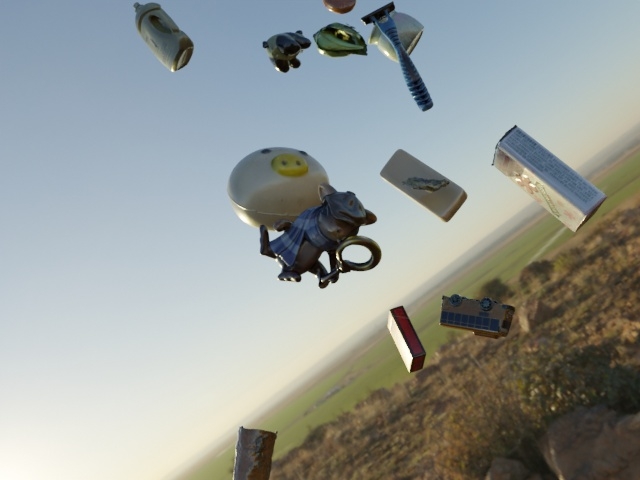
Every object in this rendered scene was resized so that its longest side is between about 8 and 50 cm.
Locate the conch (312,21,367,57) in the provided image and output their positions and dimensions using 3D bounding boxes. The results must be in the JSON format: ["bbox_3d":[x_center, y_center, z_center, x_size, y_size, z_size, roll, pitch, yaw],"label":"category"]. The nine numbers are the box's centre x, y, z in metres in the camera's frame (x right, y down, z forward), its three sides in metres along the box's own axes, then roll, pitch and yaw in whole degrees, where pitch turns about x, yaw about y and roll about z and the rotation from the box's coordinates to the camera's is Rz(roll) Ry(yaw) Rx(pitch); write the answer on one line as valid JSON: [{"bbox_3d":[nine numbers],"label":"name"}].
[{"bbox_3d":[0.044,-0.563,1.570,0.201,0.094,0.079,11,41,39],"label":"conch"}]

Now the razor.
[{"bbox_3d":[0.179,-0.399,1.223,0.082,0.253,0.042,-26,0,2],"label":"razor"}]

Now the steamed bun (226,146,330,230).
[{"bbox_3d":[-0.152,-0.187,2.039,0.374,0.333,0.334,0,-26,-22],"label":"steamed bun"}]

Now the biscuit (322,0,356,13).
[{"bbox_3d":[0.067,-0.876,1.869,0.206,0.323,0.049,5,-28,-7],"label":"biscuit"}]

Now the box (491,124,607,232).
[{"bbox_3d":[0.722,-0.199,1.800,0.112,0.370,0.190,-43,-22,-5],"label":"box"}]

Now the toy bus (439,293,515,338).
[{"bbox_3d":[0.465,0.226,1.661,0.201,0.114,0.098,6,-9,33],"label":"toy bus"}]

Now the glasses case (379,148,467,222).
[{"bbox_3d":[0.390,-0.213,2.133,0.144,0.336,0.076,-52,-31,5],"label":"glasses case"}]

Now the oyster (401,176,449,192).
[{"bbox_3d":[0.372,-0.200,1.988,0.108,0.166,0.053,-34,-48,-88],"label":"oyster"}]

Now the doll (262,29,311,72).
[{"bbox_3d":[-0.128,-0.782,2.268,0.234,0.135,0.143,-38,-9,-50],"label":"doll"}]

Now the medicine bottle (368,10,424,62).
[{"bbox_3d":[0.248,-0.680,1.841,0.147,0.143,0.147,-54,-5,-7],"label":"medicine bottle"}]

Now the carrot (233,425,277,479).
[{"bbox_3d":[-0.169,0.571,1.296,0.102,0.102,0.263,123,159,-64],"label":"carrot"}]

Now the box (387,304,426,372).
[{"bbox_3d":[0.360,0.413,2.338,0.074,0.239,0.153,-19,-36,-6],"label":"box"}]

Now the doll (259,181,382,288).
[{"bbox_3d":[-0.002,0.002,1.660,0.340,0.318,0.209,-43,5,24],"label":"doll"}]

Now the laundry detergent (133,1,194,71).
[{"bbox_3d":[-0.557,-0.727,1.941,0.091,0.253,0.181,-42,3,-31],"label":"laundry detergent"}]
